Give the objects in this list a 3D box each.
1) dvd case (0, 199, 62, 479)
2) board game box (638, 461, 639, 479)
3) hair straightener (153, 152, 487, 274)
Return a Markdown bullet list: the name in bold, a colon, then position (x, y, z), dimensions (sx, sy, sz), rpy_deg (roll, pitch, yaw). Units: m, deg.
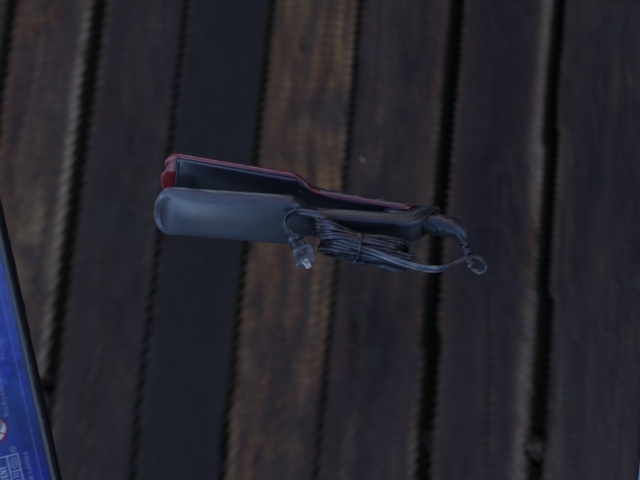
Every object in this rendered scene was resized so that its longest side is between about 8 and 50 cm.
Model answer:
- **dvd case**: position (-0.194, 0.039, 0.446), dimensions (0.253, 0.022, 0.180), rpy_deg (-13, 100, -14)
- **board game box**: position (0.327, 0.173, 1.075), dimensions (0.308, 0.086, 0.302), rpy_deg (7, 70, 9)
- **hair straightener**: position (0.000, 0.000, 1.289), dimensions (0.230, 0.047, 0.089), rpy_deg (13, 37, -3)
